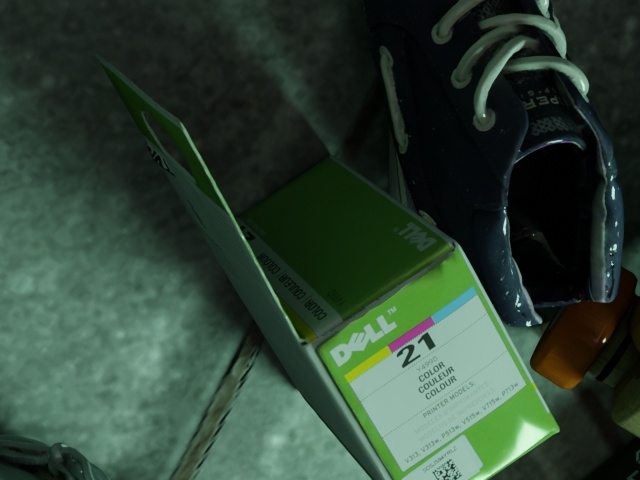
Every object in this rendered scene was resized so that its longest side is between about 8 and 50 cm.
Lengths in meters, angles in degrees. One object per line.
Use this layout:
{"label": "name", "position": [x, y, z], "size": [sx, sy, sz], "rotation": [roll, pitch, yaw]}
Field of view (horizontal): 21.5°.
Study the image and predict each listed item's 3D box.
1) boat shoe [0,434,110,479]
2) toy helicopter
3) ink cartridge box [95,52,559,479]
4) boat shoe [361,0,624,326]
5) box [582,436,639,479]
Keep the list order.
{"label": "boat shoe", "position": [-0.116, 0.176, 0.952], "size": [0.320, 0.118, 0.103], "rotation": [39, 84, -30]}
{"label": "toy helicopter", "position": [0.275, -0.037, 0.986], "size": [0.140, 0.235, 0.355], "rotation": [33, 73, 6]}
{"label": "ink cartridge box", "position": [0.000, 0.000, 0.894], "size": [0.097, 0.189, 0.255], "rotation": [-33, 114, -7]}
{"label": "boat shoe", "position": [0.094, -0.116, 0.911], "size": [0.127, 0.158, 0.340], "rotation": [-18, 112, -15]}
{"label": "box", "position": [0.237, 0.263, 1.128], "size": [0.307, 0.076, 0.242], "rotation": [-39, 116, -6]}
